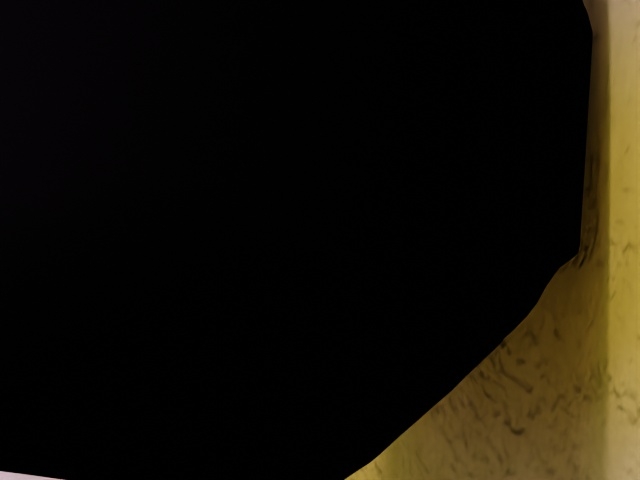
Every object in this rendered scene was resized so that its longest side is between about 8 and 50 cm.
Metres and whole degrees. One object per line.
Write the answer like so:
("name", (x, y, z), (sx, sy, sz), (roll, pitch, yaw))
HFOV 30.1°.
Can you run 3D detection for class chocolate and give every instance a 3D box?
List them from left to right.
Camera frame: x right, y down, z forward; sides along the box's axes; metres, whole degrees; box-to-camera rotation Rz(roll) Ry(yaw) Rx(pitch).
("chocolate", (-0.082, -0.038, 0.617), (0.331, 0.383, 0.384), (104, 171, -71))
